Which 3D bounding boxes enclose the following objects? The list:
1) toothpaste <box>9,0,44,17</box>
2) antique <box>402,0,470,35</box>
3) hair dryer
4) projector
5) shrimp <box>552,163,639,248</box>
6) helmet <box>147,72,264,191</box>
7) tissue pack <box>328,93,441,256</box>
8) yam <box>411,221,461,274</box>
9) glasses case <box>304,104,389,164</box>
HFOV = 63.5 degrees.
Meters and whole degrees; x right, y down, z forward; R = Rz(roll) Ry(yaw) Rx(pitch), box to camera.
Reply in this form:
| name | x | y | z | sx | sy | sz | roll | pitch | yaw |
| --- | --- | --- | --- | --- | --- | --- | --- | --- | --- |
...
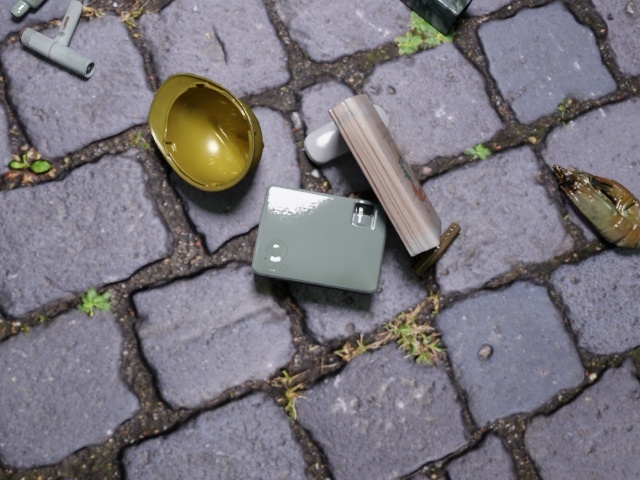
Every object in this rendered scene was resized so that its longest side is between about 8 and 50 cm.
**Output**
| name | x | y | z | sx | sy | sz | roll | pitch | yaw |
| --- | --- | --- | --- | --- | --- | --- | --- | --- | --- |
| toothpaste | -0.582 | -0.580 | 1.128 | 0.067 | 0.037 | 0.255 | 33 | 77 | 6 |
| antique | 0.253 | -0.576 | 1.186 | 0.183 | 0.086 | 0.088 | 39 | 79 | 1 |
| hair dryer | -0.526 | -0.460 | 1.115 | 0.155 | 0.044 | 0.183 | 28 | 77 | -3 |
| projector | 0.000 | 0.000 | 1.069 | 0.257 | 0.099 | 0.191 | 10 | 82 | -4 |
| shrimp | 0.634 | -0.091 | 1.166 | 0.267 | 0.061 | 0.145 | 36 | 71 | 4 |
| helmet | -0.208 | -0.217 | 1.061 | 0.257 | 0.140 | 0.205 | 42 | 112 | 14 |
| tissue pack | 0.137 | -0.139 | 1.038 | 0.071 | 0.170 | 0.325 | -28 | 98 | 23 |
| yam | 0.253 | 0.019 | 1.125 | 0.032 | 0.032 | 0.145 | 43 | 79 | 2 |
| glasses case | 0.058 | -0.233 | 1.133 | 0.197 | 0.049 | 0.076 | -28 | 88 | -9 |
